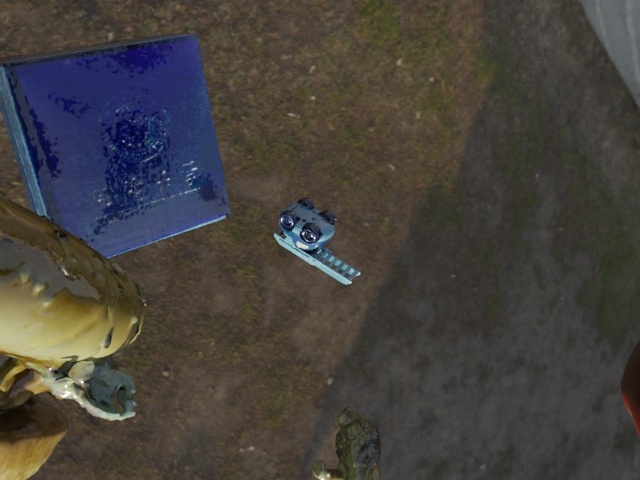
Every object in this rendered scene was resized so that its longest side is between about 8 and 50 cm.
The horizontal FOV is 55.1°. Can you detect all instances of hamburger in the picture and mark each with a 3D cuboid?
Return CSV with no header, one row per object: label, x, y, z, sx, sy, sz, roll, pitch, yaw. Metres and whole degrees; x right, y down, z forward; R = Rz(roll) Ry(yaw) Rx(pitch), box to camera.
hamburger,-0.285,0.050,0.463,0.277,0.318,0.195,41,74,-48

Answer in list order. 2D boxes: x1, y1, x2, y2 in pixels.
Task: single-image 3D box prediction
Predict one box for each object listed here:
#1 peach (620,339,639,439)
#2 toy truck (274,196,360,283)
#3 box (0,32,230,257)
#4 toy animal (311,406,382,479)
peach,0.371,0.136,0.477,0.200,0.244,0.243,-12,103,-58
toy truck,0.000,0.000,0.871,0.063,0.136,0.074,-39,153,-44
box,-0.285,-0.133,0.872,0.262,0.116,0.278,-22,118,-32
toy animal,0.028,0.267,0.599,0.086,0.069,0.219,63,34,-50
